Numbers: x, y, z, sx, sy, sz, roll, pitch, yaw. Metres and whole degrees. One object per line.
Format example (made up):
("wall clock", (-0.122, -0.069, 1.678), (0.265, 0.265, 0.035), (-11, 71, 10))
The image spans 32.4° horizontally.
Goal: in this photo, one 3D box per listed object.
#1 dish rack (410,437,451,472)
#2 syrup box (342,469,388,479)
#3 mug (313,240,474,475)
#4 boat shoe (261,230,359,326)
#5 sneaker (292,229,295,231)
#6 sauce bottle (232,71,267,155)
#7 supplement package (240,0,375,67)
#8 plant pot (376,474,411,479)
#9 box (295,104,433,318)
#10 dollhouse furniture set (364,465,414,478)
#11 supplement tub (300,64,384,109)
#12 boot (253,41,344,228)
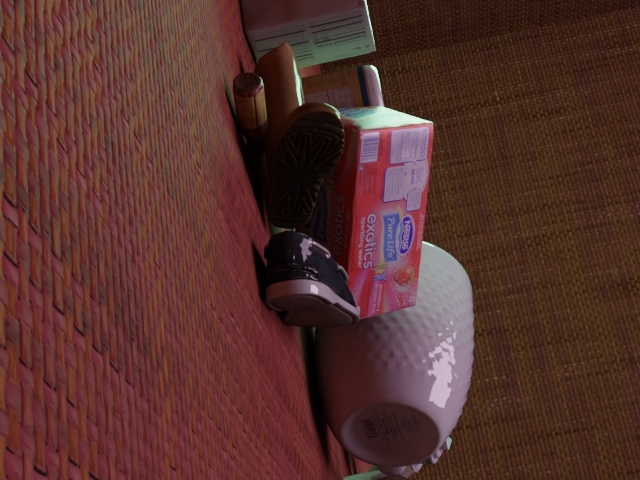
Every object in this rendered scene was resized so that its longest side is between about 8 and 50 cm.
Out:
("dish rack", (0.238, 0.274, 2.235), (0.333, 0.072, 0.286), (-58, 141, -56))
("syrup box", (0.106, 0.544, 1.982), (0.093, 0.096, 0.237), (-67, 145, -84))
("mug", (0.125, 0.239, 1.888), (0.328, 0.276, 0.374), (-83, 171, -50))
("boat shoe", (-0.010, 0.060, 1.507), (0.302, 0.114, 0.091), (67, 18, -75))
("sneaker", (0.000, 0.000, 1.955), (0.258, 0.091, 0.094), (-85, 163, -76))
("sauce bottle", (-0.092, -0.165, 1.460), (0.128, 0.042, 0.042), (89, -5, -50))
("supplement package", (-0.033, -0.444, 1.867), (0.145, 0.204, 0.262), (65, 14, -66))
("plant pot", (0.144, 0.475, 1.639), (0.229, 0.263, 0.263), (42, -21, 36))
("box", (0.062, -0.046, 1.686), (0.142, 0.154, 0.300), (26, -61, 48))
("dollhouse furniture set", (0.072, 0.369, 2.404), (0.355, 0.174, 0.303), (50, 5, 24))
("supplement tub", (0.007, -0.201, 1.813), (0.144, 0.199, 0.144), (-11, 90, -86))
("boot", (-0.045, -0.186, 1.564), (0.236, 0.089, 0.270), (116, -26, -46))
